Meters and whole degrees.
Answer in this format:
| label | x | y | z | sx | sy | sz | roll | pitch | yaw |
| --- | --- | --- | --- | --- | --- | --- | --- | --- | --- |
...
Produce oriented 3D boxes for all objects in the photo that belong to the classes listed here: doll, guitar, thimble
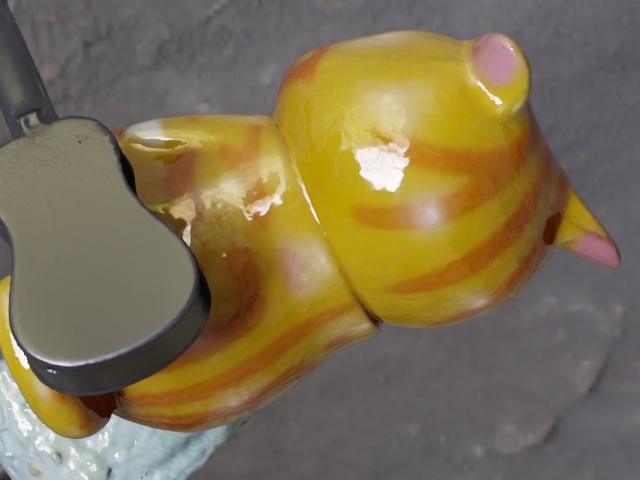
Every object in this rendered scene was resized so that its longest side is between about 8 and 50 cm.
| label | x | y | z | sx | sy | sz | roll | pitch | yaw |
| --- | --- | --- | --- | --- | --- | --- | --- | --- | --- |
| doll | -0.013 | -0.006 | 0.817 | 0.270 | 0.162 | 0.166 | -29 | 132 | 6 |
| guitar | -0.130 | -0.056 | 0.752 | 0.084 | 0.271 | 0.038 | -23 | 152 | -6 |
| thimble | -0.160 | 0.133 | 1.352 | 0.205 | 0.172 | 0.250 | -43 | 175 | 24 |
